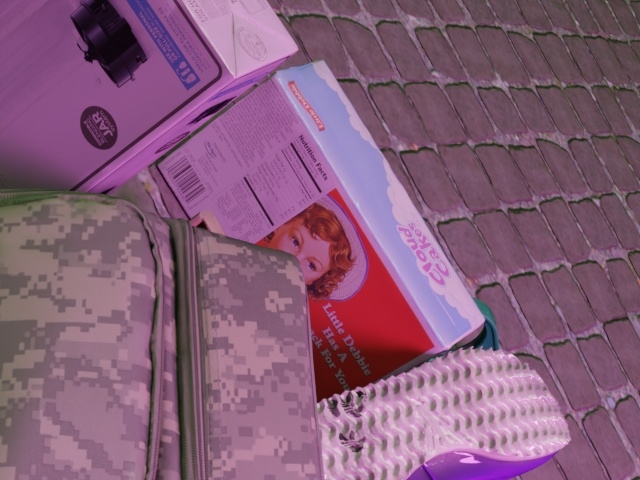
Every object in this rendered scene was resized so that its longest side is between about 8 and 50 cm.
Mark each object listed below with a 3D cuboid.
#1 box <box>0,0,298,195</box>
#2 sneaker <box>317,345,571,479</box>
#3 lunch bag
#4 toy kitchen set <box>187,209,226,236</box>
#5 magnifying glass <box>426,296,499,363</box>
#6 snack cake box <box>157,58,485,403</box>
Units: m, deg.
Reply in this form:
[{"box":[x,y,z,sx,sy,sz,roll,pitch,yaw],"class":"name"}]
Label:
[{"box":[-0.177,-0.110,1.021,0.169,0.290,0.087,57,33,-2],"class":"box"},{"box":[0.062,0.172,1.219,0.293,0.146,0.102,-6,59,-38],"class":"sneaker"},{"box":[-0.151,0.126,0.938,0.256,0.212,0.305,17,46,-23],"class":"lunch bag"},{"box":[-0.133,-0.001,1.185,0.068,0.075,0.083,59,27,7],"class":"toy kitchen set"},{"box":[0.154,0.116,1.474,0.231,0.092,0.026,41,29,-41],"class":"magnifying glass"},{"box":[0.000,0.000,1.291,0.264,0.152,0.089,59,31,3],"class":"snack cake box"}]
